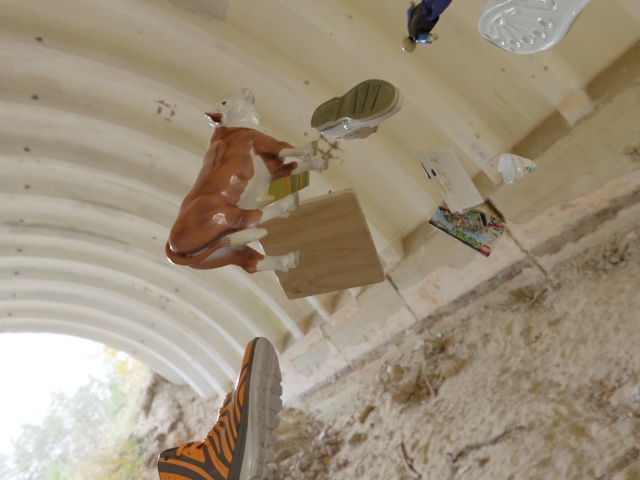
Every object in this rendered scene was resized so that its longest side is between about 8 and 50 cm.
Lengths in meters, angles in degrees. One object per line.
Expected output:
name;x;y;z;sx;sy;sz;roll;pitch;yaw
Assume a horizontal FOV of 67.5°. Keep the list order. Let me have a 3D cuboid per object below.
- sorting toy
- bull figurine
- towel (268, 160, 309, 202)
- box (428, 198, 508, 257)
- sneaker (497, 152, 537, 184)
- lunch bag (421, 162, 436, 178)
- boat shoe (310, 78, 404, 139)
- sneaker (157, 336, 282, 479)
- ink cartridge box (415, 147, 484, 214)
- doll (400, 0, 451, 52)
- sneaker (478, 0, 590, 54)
sorting toy;0.000;0.000;1.161;0.257;0.255;0.089;-13;31;17
bull figurine;-0.099;-0.087;0.660;0.101;0.189;0.310;72;-154;-54
towel;-0.132;-0.153;1.375;0.237;0.021;0.102;-28;-34;-23
box;0.450;-0.048;1.469;0.114;0.207;0.036;-59;-17;2
sneaker;0.566;-0.206;1.357;0.212;0.094;0.080;-60;-22;-65
lunch bag;0.376;-0.249;1.582;0.065;0.067;0.098;-25;11;20
boat shoe;0.106;-0.325;1.226;0.302;0.103;0.113;4;74;52
sneaker;-0.169;0.315;0.793;0.180;0.321;0.124;-6;-34;16
ink cartridge box;0.263;-0.120;1.007;0.179;0.145;0.045;-18;-14;-48
doll;0.237;-0.496;1.068;0.046;0.129;0.189;-7;-24;-31
sneaker;0.369;-0.433;0.698;0.236;0.130;0.323;-61;1;2
